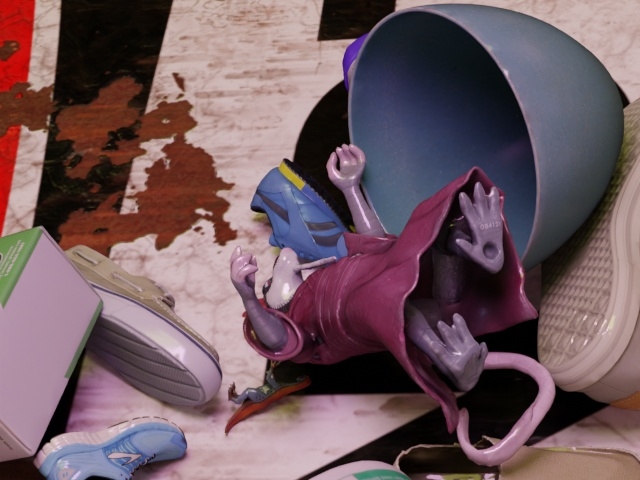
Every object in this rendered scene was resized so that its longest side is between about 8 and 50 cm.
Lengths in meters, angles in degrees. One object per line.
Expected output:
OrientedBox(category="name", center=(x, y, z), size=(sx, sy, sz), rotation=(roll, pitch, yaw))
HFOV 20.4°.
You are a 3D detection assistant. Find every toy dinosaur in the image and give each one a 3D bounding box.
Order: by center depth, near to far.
OrientedBox(category="toy dinosaur", center=(-0.052, 0.159, 1.830), size=(0.082, 0.047, 0.090), rotation=(5, 80, 5))

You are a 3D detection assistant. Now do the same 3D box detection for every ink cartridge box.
OrientedBox(category="ink cartridge box", center=(-0.391, 0.123, 1.799), size=(0.289, 0.121, 0.211), rotation=(-14, 39, 33))

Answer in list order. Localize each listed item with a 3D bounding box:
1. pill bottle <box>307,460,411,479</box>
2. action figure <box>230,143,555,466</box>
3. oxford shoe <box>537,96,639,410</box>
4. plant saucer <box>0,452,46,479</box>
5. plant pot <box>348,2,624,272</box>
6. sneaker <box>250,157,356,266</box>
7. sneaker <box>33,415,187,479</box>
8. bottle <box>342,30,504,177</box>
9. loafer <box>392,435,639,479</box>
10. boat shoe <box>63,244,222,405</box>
OrientedBox(category="pill bottle", center=(0.099, 0.362, 1.463), size=(0.204, 0.204, 0.361), rotation=(-32, 47, -19))
OrientedBox(category="action figure", center=(0.062, 0.060, 1.757), size=(0.248, 0.276, 0.370), rotation=(-42, 14, -32))
OrientedBox(category="oxford shoe", center=(0.317, 0.012, 1.830), size=(0.130, 0.169, 0.449), rotation=(35, 38, -15))
OrientedBox(category="plant saucer", center=(-0.306, 0.282, 1.725), size=(0.198, 0.036, 0.199), rotation=(-1, 52, 1))
OrientedBox(category="plant pot", center=(0.192, -0.112, 1.802), size=(0.195, 0.290, 0.290), rotation=(-19, 42, -32))
OrientedBox(category="sneaker", center=(0.000, 0.000, 1.954), size=(0.082, 0.069, 0.209), rotation=(-50, 58, 9))
OrientedBox(category="sneaker", center=(-0.201, 0.224, 1.753), size=(0.162, 0.063, 0.073), rotation=(-10, 60, -35))
OrientedBox(category="bottle", center=(0.128, -0.139, 2.032), size=(0.118, 0.092, 0.283), rotation=(-21, 45, -12))
OrientedBox(category="loafer", center=(0.183, 0.233, 1.652), size=(0.268, 0.092, 0.102), rotation=(-6, 45, 6))
OrientedBox(category="boat shoe", center=(-0.204, 0.076, 1.884), size=(0.302, 0.109, 0.094), rotation=(26, 54, 36))
